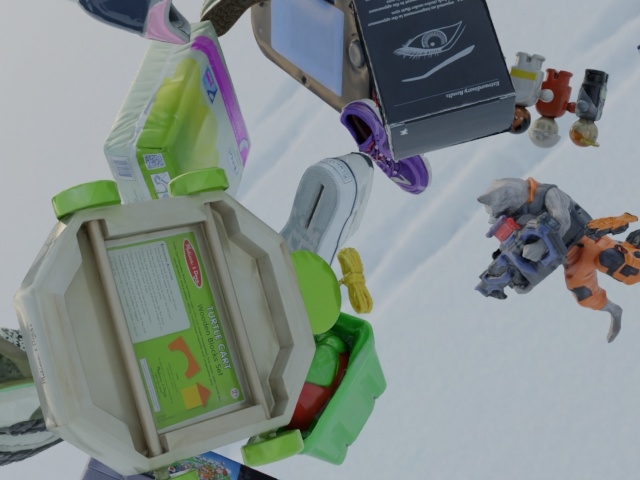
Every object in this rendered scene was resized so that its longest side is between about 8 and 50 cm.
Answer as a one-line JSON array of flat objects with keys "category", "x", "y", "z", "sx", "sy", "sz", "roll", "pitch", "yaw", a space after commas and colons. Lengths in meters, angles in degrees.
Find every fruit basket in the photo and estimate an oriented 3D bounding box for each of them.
[{"category": "fruit basket", "x": -0.100, "y": 0.165, "z": 1.772, "sx": 0.392, "sy": 0.392, "sz": 0.283, "roll": 4, "pitch": 57, "yaw": 56}]

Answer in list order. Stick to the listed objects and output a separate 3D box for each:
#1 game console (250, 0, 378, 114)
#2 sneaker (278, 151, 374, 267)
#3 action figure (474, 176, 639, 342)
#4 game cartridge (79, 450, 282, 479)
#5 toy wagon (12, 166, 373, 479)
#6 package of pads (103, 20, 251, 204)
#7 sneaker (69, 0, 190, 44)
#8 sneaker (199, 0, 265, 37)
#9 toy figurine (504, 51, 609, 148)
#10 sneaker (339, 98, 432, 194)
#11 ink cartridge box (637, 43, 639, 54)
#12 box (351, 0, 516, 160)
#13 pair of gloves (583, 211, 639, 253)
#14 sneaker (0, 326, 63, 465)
[{"category": "game console", "x": -0.010, "y": -0.397, "z": 1.698, "sx": 0.060, "sy": 0.342, "sz": 0.386, "roll": -22, "pitch": 40, "yaw": -24}, {"category": "sneaker", "x": 0.000, "y": 0.000, "z": 1.310, "sx": 0.094, "sy": 0.091, "sz": 0.258, "roll": 48, "pitch": 134, "yaw": 20}, {"category": "action figure", "x": 0.388, "y": 0.019, "z": 1.744, "sx": 0.178, "sy": 0.330, "sz": 0.341, "roll": -53, "pitch": 4, "yaw": -20}, {"category": "game cartridge", "x": -0.187, "y": 0.409, "z": 1.593, "sx": 0.068, "sy": 0.355, "sz": 0.230, "roll": -58, "pitch": 12, "yaw": 39}, {"category": "toy wagon", "x": -0.094, "y": 0.072, "z": 0.951, "sx": 0.068, "sy": 0.344, "sz": 0.267, "roll": -21, "pitch": 83, "yaw": 45}, {"category": "package of pads", "x": -0.188, "y": -0.124, "z": 1.470, "sx": 0.101, "sy": 0.229, "sz": 0.296, "roll": -2, "pitch": 42, "yaw": 14}, {"category": "sneaker", "x": -0.086, "y": -0.296, "z": 0.842, "sx": 0.319, "sy": 0.131, "sz": 0.112, "roll": -49, "pitch": 25, "yaw": 29}, {"category": "sneaker", "x": -0.114, "y": -0.401, "z": 1.684, "sx": 0.192, "sy": 0.064, "sz": 0.086, "roll": -33, "pitch": 35, "yaw": 17}, {"category": "toy figurine", "x": 0.370, "y": -0.234, "z": 1.850, "sx": 0.209, "sy": 0.213, "sz": 0.148, "roll": -152, "pitch": 74, "yaw": -68}, {"category": "sneaker", "x": 0.087, "y": -0.128, "z": 1.551, "sx": 0.068, "sy": 0.170, "sz": 0.071, "roll": -48, "pitch": -7, "yaw": 33}, {"category": "ink cartridge box", "x": 0.645, "y": -0.193, "z": 1.539, "sx": 0.072, "sy": 0.307, "sz": 0.304, "roll": -25, "pitch": 5, "yaw": -37}, {"category": "box", "x": 0.131, "y": -0.220, "z": 1.283, "sx": 0.153, "sy": 0.108, "sz": 0.207, "roll": -13, "pitch": 71, "yaw": 2}, {"category": "pair of gloves", "x": 0.333, "y": -0.010, "z": 1.168, "sx": 0.083, "sy": 0.074, "sz": 0.010, "roll": 34, "pitch": 133, "yaw": 52}, {"category": "sneaker", "x": -0.424, "y": 0.140, "z": 1.145, "sx": 0.158, "sy": 0.410, "sz": 0.182, "roll": -35, "pitch": 64, "yaw": 23}]
